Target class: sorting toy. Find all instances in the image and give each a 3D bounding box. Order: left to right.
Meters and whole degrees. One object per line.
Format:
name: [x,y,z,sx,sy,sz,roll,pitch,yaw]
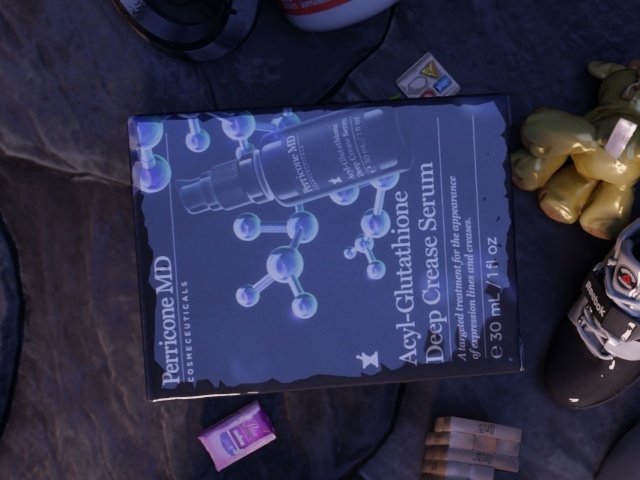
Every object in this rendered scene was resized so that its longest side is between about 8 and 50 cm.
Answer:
sorting toy: [0.120,-0.178,1.274,0.083,0.012,0.062,-42,95,-4]

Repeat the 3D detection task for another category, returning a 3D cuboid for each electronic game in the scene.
electronic game: [-0.159,-0.303,1.155,0.229,0.229,0.048,52,46,-5]

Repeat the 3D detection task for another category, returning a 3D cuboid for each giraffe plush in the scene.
giraffe plush: [0.341,-0.131,1.236,0.181,0.210,0.170,40,58,-2]

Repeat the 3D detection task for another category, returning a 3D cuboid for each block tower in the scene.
block tower: [0.161,0.378,1.219,0.097,0.091,0.335,11,78,-10]

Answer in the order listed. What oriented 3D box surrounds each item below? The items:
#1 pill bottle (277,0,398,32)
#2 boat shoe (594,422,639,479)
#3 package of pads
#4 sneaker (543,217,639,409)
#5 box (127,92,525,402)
pill bottle: [-0.020,-0.396,1.120,0.181,0.181,0.323,-33,118,-4]
boat shoe: [0.378,0.359,1.266,0.105,0.113,0.306,22,92,-13]
package of pads: [-0.098,0.230,1.251,0.083,0.032,0.050,-29,97,-5]
sneaker: [0.349,0.055,1.200,0.330,0.146,0.122,-53,52,18]
box: [0.000,0.000,1.164,0.396,0.212,0.293,-4,94,-5]
